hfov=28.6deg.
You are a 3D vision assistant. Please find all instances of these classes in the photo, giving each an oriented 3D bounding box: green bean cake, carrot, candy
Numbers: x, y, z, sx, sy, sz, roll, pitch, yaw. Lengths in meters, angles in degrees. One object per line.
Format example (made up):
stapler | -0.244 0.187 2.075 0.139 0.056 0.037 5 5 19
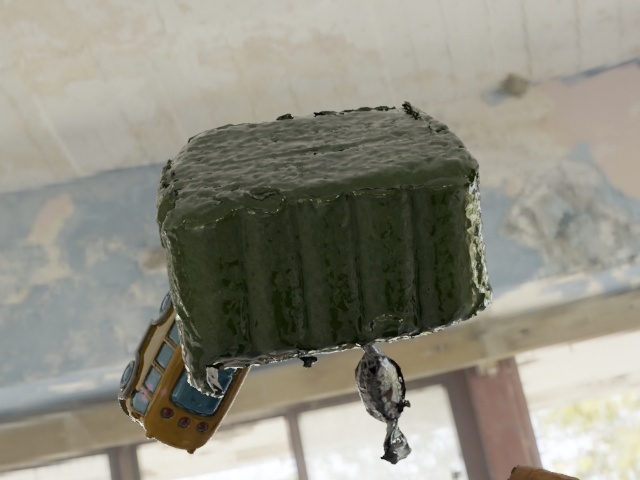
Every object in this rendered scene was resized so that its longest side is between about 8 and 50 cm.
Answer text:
green bean cake | 0.000 0.000 1.304 0.319 0.218 0.335 -9 22 -2
carrot | 0.391 0.401 1.951 0.205 0.072 0.072 7 -5 45
candy | 0.065 0.171 1.536 0.051 0.226 0.094 -7 20 44

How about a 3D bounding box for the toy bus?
toy bus | -0.157 0.158 1.555 0.126 0.209 0.136 26 5 -22
